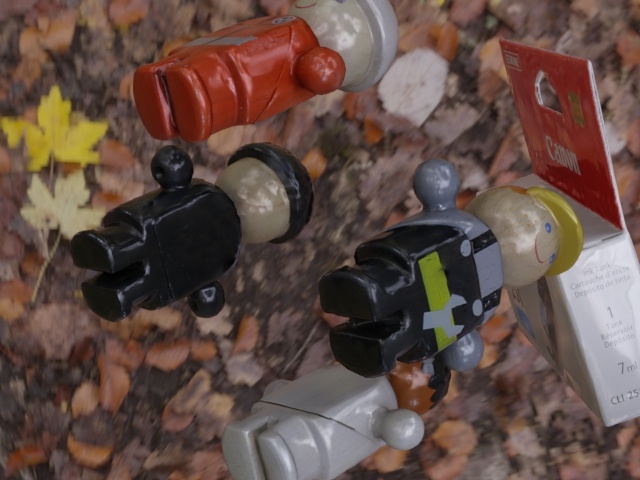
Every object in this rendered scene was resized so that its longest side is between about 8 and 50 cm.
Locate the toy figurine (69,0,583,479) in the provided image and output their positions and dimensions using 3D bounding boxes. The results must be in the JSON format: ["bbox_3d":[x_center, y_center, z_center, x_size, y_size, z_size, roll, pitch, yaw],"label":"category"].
[{"bbox_3d":[0.000,0.000,0.769,0.148,0.213,0.209,-28,67,-39],"label":"toy figurine"}]

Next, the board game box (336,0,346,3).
[{"bbox_3d":[-0.030,-0.138,0.340,0.103,0.026,0.154,17,58,-33],"label":"board game box"}]

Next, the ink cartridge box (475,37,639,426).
[{"bbox_3d":[0.181,-0.020,1.234,0.066,0.296,0.261,-19,101,-2],"label":"ink cartridge box"}]
